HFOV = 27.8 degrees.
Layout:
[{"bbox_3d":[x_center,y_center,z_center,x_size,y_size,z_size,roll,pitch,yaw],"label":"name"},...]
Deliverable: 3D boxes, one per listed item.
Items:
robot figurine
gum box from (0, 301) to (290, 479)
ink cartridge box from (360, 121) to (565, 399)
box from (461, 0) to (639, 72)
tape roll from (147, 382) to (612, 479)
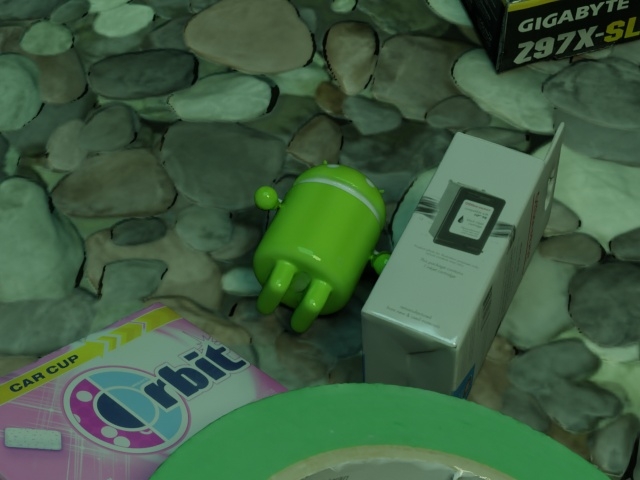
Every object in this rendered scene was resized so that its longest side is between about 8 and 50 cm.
[{"bbox_3d":[0.000,0.000,0.820,0.101,0.067,0.115,28,57,0],"label":"robot figurine"},{"bbox_3d":[-0.110,0.109,0.707,0.107,0.062,0.188,33,34,23],"label":"gum box"},{"bbox_3d":[0.087,0.012,0.787,0.060,0.104,0.180,19,57,17],"label":"ink cartridge box"},{"bbox_3d":[0.206,-0.293,1.020,0.257,0.079,0.322,-13,55,-9],"label":"box"},{"bbox_3d":[0.048,0.212,0.592,0.321,0.077,0.321,13,40,-11],"label":"tape roll"}]
